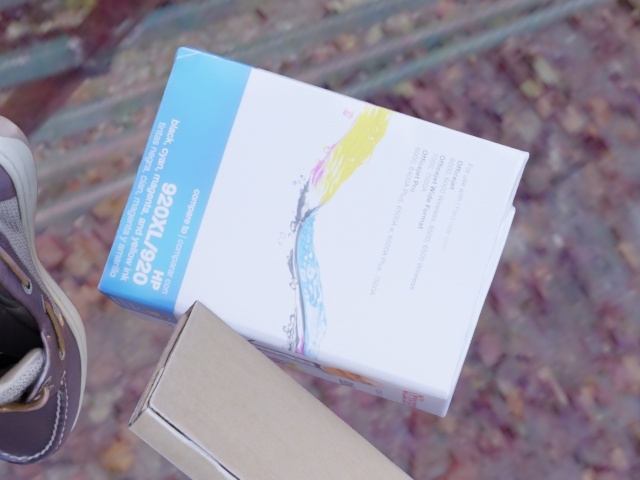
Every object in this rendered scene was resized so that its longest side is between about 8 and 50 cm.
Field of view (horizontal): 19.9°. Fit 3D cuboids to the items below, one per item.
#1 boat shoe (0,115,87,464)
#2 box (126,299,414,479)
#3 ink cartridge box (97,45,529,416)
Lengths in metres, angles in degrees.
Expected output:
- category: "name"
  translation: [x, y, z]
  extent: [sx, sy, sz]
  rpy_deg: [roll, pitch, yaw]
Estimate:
- category: "boat shoe"
  translation: [-0.234, 0.065, 1.258]
  extent: [0.123, 0.342, 0.123]
  rpy_deg: [2, 48, 0]
- category: "box"
  translation: [-0.013, 0.130, 1.049]
  extent: [0.201, 0.021, 0.164]
  rpy_deg: [40, 18, -8]
- category: "ink cartridge box"
  translation: [0.000, 0.000, 1.204]
  extent: [0.232, 0.171, 0.168]
  rpy_deg: [17, 82, 5]
